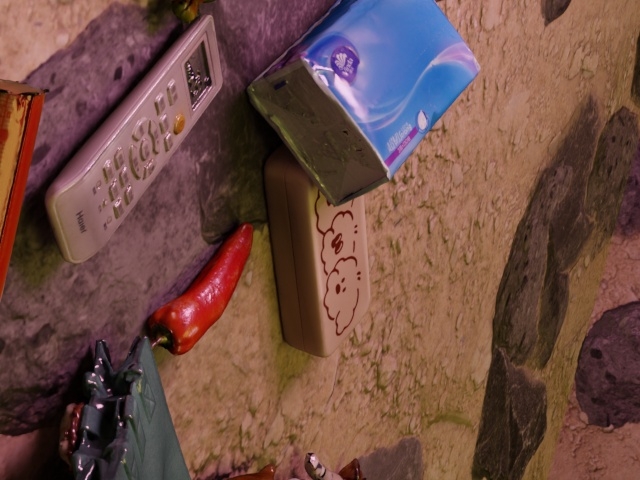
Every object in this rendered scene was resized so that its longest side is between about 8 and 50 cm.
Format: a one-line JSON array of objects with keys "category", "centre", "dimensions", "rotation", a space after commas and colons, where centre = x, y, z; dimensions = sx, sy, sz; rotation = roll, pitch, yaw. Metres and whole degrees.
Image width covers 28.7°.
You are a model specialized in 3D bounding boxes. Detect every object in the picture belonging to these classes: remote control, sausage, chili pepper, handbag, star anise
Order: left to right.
[{"category": "sausage", "centre": [-0.315, -0.019, 1.160], "dimensions": [0.083, 0.083, 0.264], "rotation": [-2, 108, -62]}, {"category": "handbag", "centre": [-0.222, 0.285, 1.398], "dimensions": [0.269, 0.100, 0.274], "rotation": [-91, 172, -52]}, {"category": "remote control", "centre": [-0.202, -0.116, 1.352], "dimensions": [0.109, 0.055, 0.313], "rotation": [84, 30, -48]}, {"category": "chili pepper", "centre": [-0.148, 0.073, 1.553], "dimensions": [0.272, 0.063, 0.071], "rotation": [-52, 159, -41]}, {"category": "star anise", "centre": [0.034, 0.449, 2.123], "dimensions": [0.168, 0.057, 0.168], "rotation": [-18, 111, -58]}]

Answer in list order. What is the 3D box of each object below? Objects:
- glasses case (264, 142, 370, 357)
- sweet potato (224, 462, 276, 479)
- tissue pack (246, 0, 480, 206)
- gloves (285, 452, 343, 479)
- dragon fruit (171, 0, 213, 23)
[{"category": "glasses case", "centre": [0.000, 0.000, 1.768], "dimensions": [0.144, 0.076, 0.336], "rotation": [-48, 144, -40]}, {"category": "sweet potato", "centre": [-0.145, 0.389, 1.687], "dimensions": [0.359, 0.112, 0.112], "rotation": [-38, 138, -57]}, {"category": "tissue pack", "centre": [0.062, -0.206, 1.617], "dimensions": [0.198, 0.146, 0.263], "rotation": [52, 52, -14]}, {"category": "gloves", "centre": [0.005, 0.421, 1.965], "dimensions": [0.128, 0.111, 0.212], "rotation": [-56, 147, -7]}, {"category": "dragon fruit", "centre": [-0.100, -0.313, 1.371], "dimensions": [0.175, 0.138, 0.142], "rotation": [-44, 111, 6]}]
